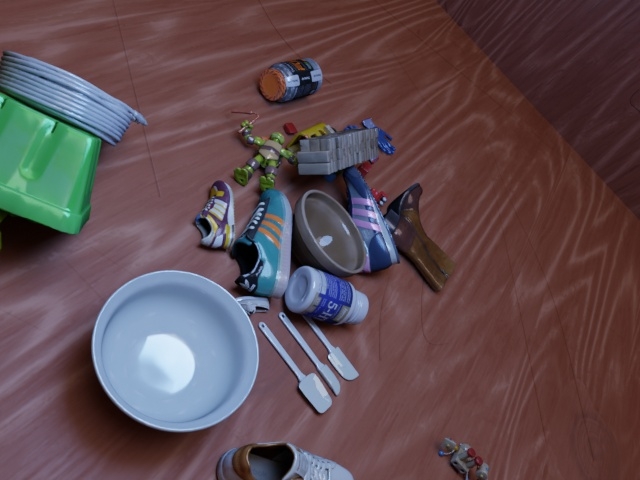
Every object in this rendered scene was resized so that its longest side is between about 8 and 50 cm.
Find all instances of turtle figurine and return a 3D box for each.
[{"bbox_3d":[-0.152,-0.231,1.404,0.270,0.087,0.217,29,51,-8],"label":"turtle figurine"}]

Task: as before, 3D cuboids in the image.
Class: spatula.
[{"bbox_3d":[-0.028,0.254,1.199,0.242,0.019,0.168,52,45,5],"label":"spatula"}]

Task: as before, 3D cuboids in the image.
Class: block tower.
[{"bbox_3d":[0.061,-0.255,1.460,0.335,0.097,0.090,-32,121,-57],"label":"block tower"}]

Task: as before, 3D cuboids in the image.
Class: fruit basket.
[{"bbox_3d":[-0.594,-0.076,0.888,0.393,0.283,0.391,-3,101,-18],"label":"fruit basket"}]

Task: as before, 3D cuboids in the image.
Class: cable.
[{"bbox_3d":[-0.518,-0.284,1.066,0.257,0.089,0.257,24,-1,9],"label":"cable"}]

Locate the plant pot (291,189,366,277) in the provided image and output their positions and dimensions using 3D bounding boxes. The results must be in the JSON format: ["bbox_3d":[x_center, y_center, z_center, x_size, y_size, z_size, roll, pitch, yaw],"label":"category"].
[{"bbox_3d":[0.000,0.000,1.316,0.237,0.110,0.237,38,33,-30],"label":"plant pot"}]

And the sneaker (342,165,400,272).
[{"bbox_3d":[0.103,-0.060,1.446,0.112,0.131,0.318,58,9,-68],"label":"sneaker"}]

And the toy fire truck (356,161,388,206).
[{"bbox_3d":[0.133,-0.146,1.588,0.135,0.047,0.192,44,45,-2],"label":"toy fire truck"}]

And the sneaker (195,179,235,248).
[{"bbox_3d":[-0.250,-0.068,1.224,0.084,0.069,0.185,8,54,-34],"label":"sneaker"}]

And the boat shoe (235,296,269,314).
[{"bbox_3d":[-0.157,0.147,1.167,0.100,0.035,0.035,7,54,-42],"label":"boat shoe"}]

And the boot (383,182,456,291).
[{"bbox_3d":[0.325,-0.019,1.610,0.280,0.096,0.264,44,43,-5],"label":"boot"}]

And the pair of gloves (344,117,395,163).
[{"bbox_3d":[0.171,-0.341,1.776,0.198,0.023,0.159,-32,84,-45],"label":"pair of gloves"}]

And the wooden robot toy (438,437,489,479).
[{"bbox_3d":[0.362,0.524,1.270,0.173,0.076,0.079,48,33,1],"label":"wooden robot toy"}]

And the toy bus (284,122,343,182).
[{"bbox_3d":[-0.001,-0.293,1.550,0.191,0.104,0.202,15,53,-29],"label":"toy bus"}]

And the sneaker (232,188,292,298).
[{"bbox_3d":[-0.142,-0.011,1.238,0.121,0.108,0.301,17,49,-27],"label":"sneaker"}]

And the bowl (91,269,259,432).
[{"bbox_3d":[-0.274,0.214,0.957,0.298,0.134,0.297,20,49,-25],"label":"bowl"}]

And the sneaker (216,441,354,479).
[{"bbox_3d":[-0.038,0.444,0.981,0.290,0.123,0.105,21,48,-26],"label":"sneaker"}]

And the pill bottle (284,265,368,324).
[{"bbox_3d":[0.020,0.139,1.245,0.187,0.112,0.111,23,48,-34],"label":"pill bottle"}]

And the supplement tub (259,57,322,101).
[{"bbox_3d":[-0.091,-0.493,1.615,0.117,0.117,0.190,52,43,5],"label":"supplement tub"}]
